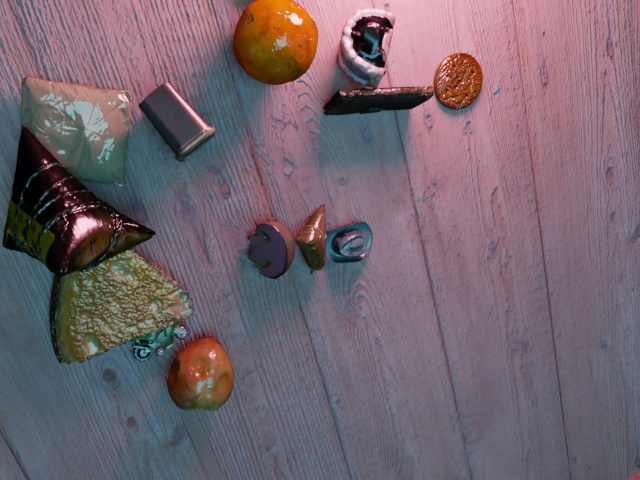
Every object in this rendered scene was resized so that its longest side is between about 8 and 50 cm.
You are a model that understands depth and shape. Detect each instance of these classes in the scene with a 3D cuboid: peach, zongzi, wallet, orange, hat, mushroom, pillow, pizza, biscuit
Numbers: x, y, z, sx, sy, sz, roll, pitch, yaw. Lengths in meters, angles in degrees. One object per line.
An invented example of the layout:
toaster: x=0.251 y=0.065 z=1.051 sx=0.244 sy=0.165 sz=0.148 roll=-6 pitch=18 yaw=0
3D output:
peach: x=-0.372 y=0.424 z=1.946 sx=0.214 sy=0.214 sz=0.235 roll=16 pitch=83 yaw=-24
zongzi: x=-0.687 y=-0.102 z=1.596 sx=0.383 sy=0.319 sz=0.362 roll=15 pitch=112 yaw=20
wallet: x=0.180 y=-0.435 z=1.899 sx=0.317 sy=0.169 sz=0.044 roll=-8 pitch=86 yaw=-19
orange: x=-0.124 y=-0.555 z=1.706 sx=0.240 sy=0.240 sz=0.240 roll=-6 pitch=108 yaw=-19
hat: x=0.103 y=0.013 z=2.055 sx=0.191 sy=0.078 sz=0.138 roll=-15 pitch=112 yaw=-16
mushroom: x=-0.143 y=0.023 z=1.947 sx=0.117 sy=0.141 sz=0.188 roll=-22 pitch=120 yaw=-51
pillow: x=-0.666 y=-0.290 z=1.667 sx=0.281 sy=0.076 sz=0.274 roll=4 pitch=107 yaw=-22
pizza: x=-0.636 y=0.134 z=1.804 sx=0.435 sy=0.080 sz=0.392 roll=-23 pitch=111 yaw=-11
biscuit: x=0.467 y=-0.535 z=2.053 sx=0.188 sy=0.027 sz=0.187 roll=-6 pitch=107 yaw=-19
zongzi: x=0.000 y=0.000 z=2.031 sx=0.178 sy=0.081 sz=0.189 roll=-60 pitch=145 yaw=-32

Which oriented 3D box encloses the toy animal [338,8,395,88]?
toy animal: x=0.130 y=-0.577 z=1.823 sx=0.156 sy=0.204 sz=0.208 roll=14 pitch=87 yaw=-4

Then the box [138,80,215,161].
box: x=-0.390 y=-0.324 z=1.672 sx=0.138 sy=0.274 sz=0.178 roll=-41 pitch=102 yaw=-6

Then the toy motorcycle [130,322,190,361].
toy motorcycle: x=-0.509 y=0.301 z=1.917 sx=0.190 sy=0.074 sz=0.106 roll=-28 pitch=105 yaw=-10
